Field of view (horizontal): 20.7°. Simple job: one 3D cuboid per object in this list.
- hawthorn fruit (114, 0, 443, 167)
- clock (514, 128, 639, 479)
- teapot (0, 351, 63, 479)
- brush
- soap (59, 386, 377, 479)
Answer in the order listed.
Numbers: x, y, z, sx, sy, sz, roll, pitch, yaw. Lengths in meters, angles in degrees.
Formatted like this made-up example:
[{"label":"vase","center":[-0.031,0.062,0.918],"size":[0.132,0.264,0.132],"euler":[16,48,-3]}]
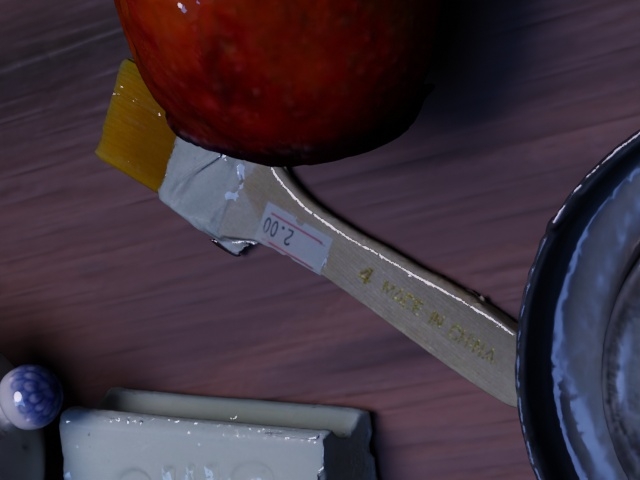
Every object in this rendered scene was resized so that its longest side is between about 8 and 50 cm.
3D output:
[{"label":"hawthorn fruit","center":[-0.038,-0.156,0.906],"size":[0.189,0.190,0.251],"euler":[-7,139,32]},{"label":"clock","center":[0.254,0.074,0.875],"size":[0.318,0.066,0.319],"euler":[7,104,30]},{"label":"teapot","center":[-0.279,0.143,1.107],"size":[0.280,0.252,0.424],"euler":[-26,56,20]},{"label":"brush","center":[0.000,0.000,1.036],"size":[0.336,0.020,0.085],"euler":[32,115,21]},{"label":"soap","center":[-0.063,0.156,1.084],"size":[0.198,0.063,0.115],"euler":[1,103,31]}]
